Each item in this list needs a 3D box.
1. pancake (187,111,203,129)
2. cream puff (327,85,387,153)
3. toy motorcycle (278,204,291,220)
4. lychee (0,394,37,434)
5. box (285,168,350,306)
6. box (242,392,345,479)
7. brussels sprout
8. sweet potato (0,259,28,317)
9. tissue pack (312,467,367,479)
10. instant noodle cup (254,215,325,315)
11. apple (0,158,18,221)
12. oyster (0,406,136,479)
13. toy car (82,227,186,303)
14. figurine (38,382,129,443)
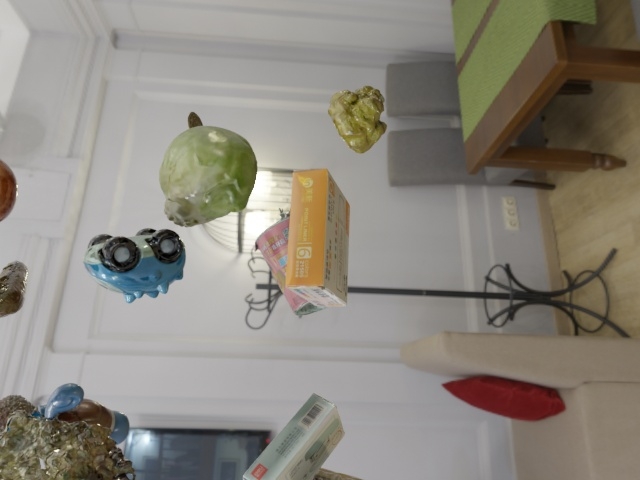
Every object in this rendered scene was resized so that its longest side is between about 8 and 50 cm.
[{"bbox_3d":[-0.443,-0.406,1.660,0.115,0.011,0.114,-6,-90,-77],"label":"pancake"},{"bbox_3d":[0.090,-0.263,0.988,0.146,0.116,0.146,52,-165,-21],"label":"cream puff"},{"bbox_3d":[-0.146,-0.048,2.012,0.157,0.091,0.262,-11,61,56],"label":"toy motorcycle"},{"bbox_3d":[-0.992,0.595,1.482,0.165,0.165,0.197,104,163,-70],"label":"lychee"},{"bbox_3d":[0.000,0.000,1.057,0.221,0.091,0.273,45,-136,-67],"label":"box"},{"bbox_3d":[-0.056,0.516,1.118,0.269,0.079,0.134,-41,-48,-34],"label":"box"},{"bbox_3d":[-0.313,-0.185,1.313,0.243,0.317,0.273,18,-125,-49],"label":"brussels sprout"},{"bbox_3d":[-0.729,0.101,1.094,0.273,0.076,0.075,-139,48,-58],"label":"sweet potato"},{"bbox_3d":[0.055,0.708,1.235,0.134,0.271,0.192,-66,-22,-44],"label":"tissue pack"},{"bbox_3d":[-0.047,0.077,1.382,0.244,0.244,0.254,102,147,-67],"label":"instant noodle cup"},{"bbox_3d":[-0.849,-0.127,1.123,0.162,0.202,0.200,-10,-77,-84],"label":"apple"},{"bbox_3d":[-0.448,0.394,0.795,0.198,0.260,0.092,-28,-34,-45],"label":"oyster"},{"bbox_3d":[-0.478,0.067,1.221,0.189,0.255,0.189,5,102,49],"label":"toy car"},{"bbox_3d":[-0.925,0.689,1.766,0.298,0.243,0.416,41,162,41],"label":"figurine"}]
